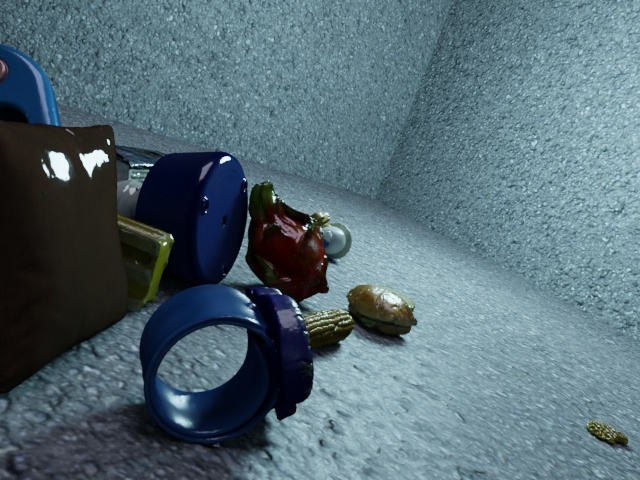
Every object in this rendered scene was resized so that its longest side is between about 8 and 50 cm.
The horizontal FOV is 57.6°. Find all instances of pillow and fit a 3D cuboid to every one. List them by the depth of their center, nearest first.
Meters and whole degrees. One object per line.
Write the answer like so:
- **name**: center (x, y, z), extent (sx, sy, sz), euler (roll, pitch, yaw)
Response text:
- **pillow**: center (-0.339, -0.006, 0.751), extent (0.108, 0.307, 0.305), euler (-1, 9, 7)

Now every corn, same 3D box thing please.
- **corn**: center (-0.001, 0.166, 1.097), extent (0.068, 0.068, 0.207), euler (28, 12, 30)

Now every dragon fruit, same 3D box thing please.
- **dragon fruit**: center (-0.067, 0.004, 1.277), extent (0.198, 0.269, 0.200), euler (-9, -7, 42)

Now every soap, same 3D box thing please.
- **soap**: center (-0.375, 0.015, 0.964), extent (0.233, 0.135, 0.076), euler (20, 11, -2)

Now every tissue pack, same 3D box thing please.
- **tissue pack**: center (-0.545, -0.215, 1.778), extent (0.259, 0.122, 0.361), euler (23, 13, 27)

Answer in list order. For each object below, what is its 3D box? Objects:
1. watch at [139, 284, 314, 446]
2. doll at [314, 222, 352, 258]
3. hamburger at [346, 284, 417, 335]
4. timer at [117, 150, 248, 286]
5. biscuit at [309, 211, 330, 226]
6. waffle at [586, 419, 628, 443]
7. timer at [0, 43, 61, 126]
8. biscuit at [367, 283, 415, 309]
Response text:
- **watch**: center (-0.118, 0.153, 0.718), extent (0.200, 0.196, 0.171), euler (-7, 11, -20)
- **doll**: center (0.000, 0.000, 1.750), extent (0.138, 0.119, 0.293), euler (-22, -13, 33)
- **hamburger**: center (0.130, 0.157, 1.322), extent (0.176, 0.087, 0.102), euler (28, 12, 21)
- **timer**: center (-0.367, -0.068, 1.183), extent (0.384, 0.270, 0.270), euler (10, 9, 13)
- **biscuit**: center (-0.064, -0.036, 1.782), extent (0.225, 0.166, 0.036), euler (-11, 73, -56)
- **waffle**: center (0.589, 0.396, 1.200), extent (0.085, 0.016, 0.078), euler (11, 11, -43)
- **timer**: center (-0.557, -0.132, 0.848), extent (0.340, 0.309, 0.115), euler (-12, -15, -17)
- **biscuit**: center (0.195, 0.155, 1.611), extent (0.152, 0.020, 0.152), euler (19, 12, -4)
